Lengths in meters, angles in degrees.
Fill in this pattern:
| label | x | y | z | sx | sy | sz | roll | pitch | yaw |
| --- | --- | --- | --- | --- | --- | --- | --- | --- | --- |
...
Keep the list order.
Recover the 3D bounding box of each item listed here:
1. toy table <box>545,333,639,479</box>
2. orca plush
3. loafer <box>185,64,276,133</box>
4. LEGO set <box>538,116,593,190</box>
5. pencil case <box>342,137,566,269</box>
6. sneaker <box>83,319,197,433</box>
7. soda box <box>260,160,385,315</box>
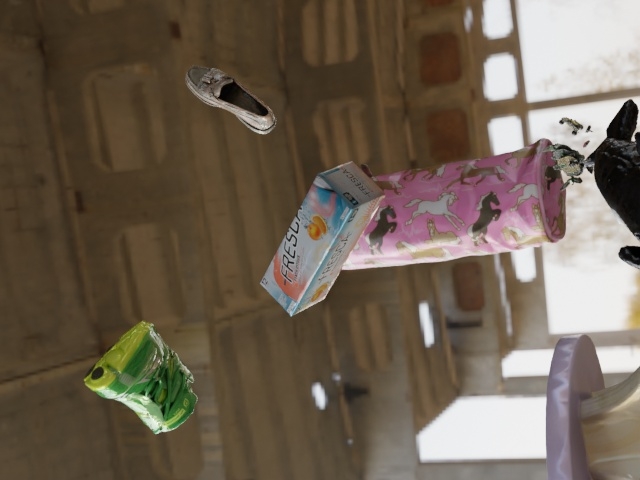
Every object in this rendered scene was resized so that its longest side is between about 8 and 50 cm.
| label | x | y | z | sx | sy | sz | roll | pitch | yaw |
| --- | --- | --- | --- | --- | --- | --- | --- | --- | --- |
| toy table | 0.354 | 0.217 | 1.219 | 0.252 | 0.161 | 0.274 | 50 | -143 | -46 |
| orca plush | 0.319 | -0.070 | 0.994 | 0.287 | 0.151 | 0.102 | -95 | -19 | -57 |
| loafer | -0.106 | -0.175 | 1.300 | 0.045 | 0.125 | 0.039 | -55 | -7 | -15 |
| LEGO set | 0.240 | -0.084 | 1.040 | 0.023 | 0.054 | 0.083 | -49 | -10 | -38 |
| pencil case | 0.183 | -0.051 | 1.656 | 0.160 | 0.386 | 0.167 | 1 | -97 | -63 |
| sneaker | -0.216 | 0.183 | 1.434 | 0.109 | 0.123 | 0.295 | -47 | -11 | -3 |
| soda box | 0.000 | 0.000 | 1.225 | 0.063 | 0.058 | 0.183 | -25 | -28 | -45 |
